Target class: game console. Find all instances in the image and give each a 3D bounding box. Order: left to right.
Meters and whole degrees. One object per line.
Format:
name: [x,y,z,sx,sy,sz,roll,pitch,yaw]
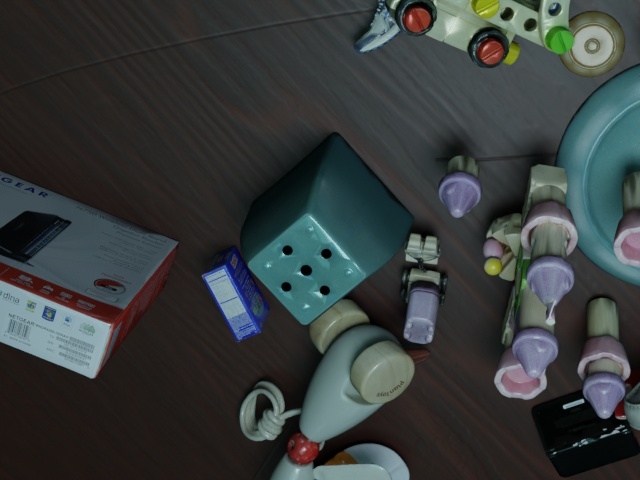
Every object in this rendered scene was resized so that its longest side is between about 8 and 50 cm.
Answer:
game console: [0.377,0.270,1.534,0.122,0.071,0.107,-22,74,14]

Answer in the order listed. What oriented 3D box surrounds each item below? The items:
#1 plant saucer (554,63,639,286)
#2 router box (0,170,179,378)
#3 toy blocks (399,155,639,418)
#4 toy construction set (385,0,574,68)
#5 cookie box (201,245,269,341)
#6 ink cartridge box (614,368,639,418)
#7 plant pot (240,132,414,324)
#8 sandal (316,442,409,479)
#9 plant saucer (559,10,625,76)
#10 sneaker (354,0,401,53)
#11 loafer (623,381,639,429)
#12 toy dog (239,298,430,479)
plant saucer: [0.462,-0.076,1.386,0.318,0.043,0.317,3,110,8]
router box: [-0.388,0.023,1.410,0.335,0.301,0.082,21,111,0]
toy blocks: [0.244,0.082,1.316,0.309,0.260,0.288,8,133,7]
toy construction set: [0.193,-0.328,1.268,0.328,0.151,0.215,25,112,-7]
cookie box: [-0.116,0.072,1.497,0.040,0.092,0.107,-24,103,12]
ink cartridge box: [0.506,0.227,1.434,0.231,0.134,0.078,-6,109,11]
plant pot: [0.000,0.000,1.379,0.165,0.234,0.166,-40,100,19]
sandal: [0.010,0.386,1.594,0.265,0.076,0.102,-34,78,6]
plant saucer: [0.341,-0.246,1.359,0.083,0.015,0.083,3,109,8]
sneaker: [0.091,-0.291,1.367,0.135,0.052,0.058,-39,95,9]
loafer: [0.500,0.121,1.363,0.319,0.112,0.111,-35,103,-17]
toy dog: [0.042,0.235,1.490,0.161,0.220,0.333,9,136,-34]
